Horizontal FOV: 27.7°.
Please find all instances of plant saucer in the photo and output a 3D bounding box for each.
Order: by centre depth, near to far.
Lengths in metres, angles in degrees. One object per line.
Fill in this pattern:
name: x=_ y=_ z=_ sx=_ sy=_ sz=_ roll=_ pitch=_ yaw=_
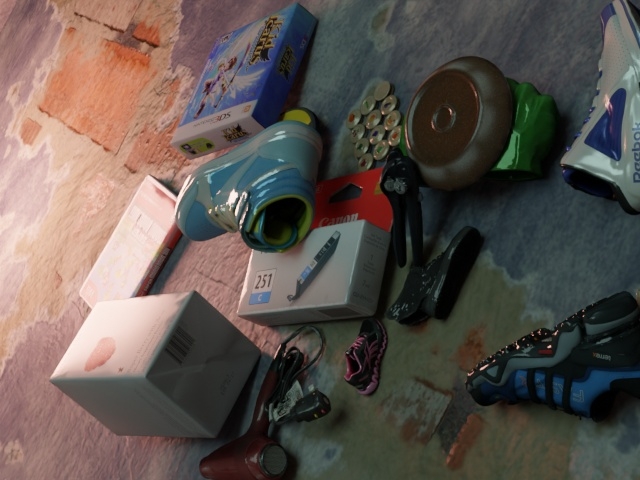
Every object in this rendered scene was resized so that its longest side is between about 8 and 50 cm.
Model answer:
plant saucer: x=0.185 y=-0.171 z=1.846 sx=0.198 sy=0.036 sz=0.199 roll=-14 pitch=70 yaw=44

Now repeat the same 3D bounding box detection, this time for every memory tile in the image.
memory tile: x=0.091 y=-0.187 z=2.143 sx=0.113 sy=0.012 sz=0.148 roll=-40 pitch=42 yaw=27

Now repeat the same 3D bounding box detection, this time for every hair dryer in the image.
hair dryer: x=-0.082 y=0.288 z=2.021 sx=0.293 sy=0.080 sz=0.224 roll=-44 pitch=23 yaw=17

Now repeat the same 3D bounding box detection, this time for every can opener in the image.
can opener: x=0.127 y=-0.042 z=1.900 sx=0.059 sy=0.186 sz=0.073 roll=1 pitch=25 yaw=28

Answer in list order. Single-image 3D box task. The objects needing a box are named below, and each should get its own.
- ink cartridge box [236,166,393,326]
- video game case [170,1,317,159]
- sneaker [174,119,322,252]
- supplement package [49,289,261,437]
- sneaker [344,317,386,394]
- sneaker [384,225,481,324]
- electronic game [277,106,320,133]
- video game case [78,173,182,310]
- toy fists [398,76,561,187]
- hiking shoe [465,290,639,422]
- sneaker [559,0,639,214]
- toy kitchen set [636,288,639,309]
ink cartridge box: x=0.000 y=0.000 z=2.075 sx=0.296 sy=0.066 sz=0.261 roll=-10 pitch=60 yaw=51
video game case: x=-0.144 y=-0.295 z=2.418 sx=0.244 sy=0.061 sz=0.270 roll=-12 pitch=49 yaw=46
sneaker: x=-0.129 y=-0.042 z=2.105 sx=0.319 sy=0.127 sz=0.208 roll=-35 pitch=39 yaw=34
supplement package: x=-0.279 y=0.210 z=2.167 sx=0.293 sy=0.175 sz=0.178 roll=-9 pitch=45 yaw=47
sneaker: x=0.061 y=0.165 z=1.918 sx=0.047 sy=0.057 sz=0.119 roll=-20 pitch=52 yaw=44
sneaker: x=0.162 y=0.050 z=1.873 sx=0.089 sy=0.051 sz=0.170 roll=23 pitch=89 yaw=49
electronic game: x=-0.083 y=-0.134 z=2.267 sx=0.229 sy=0.048 sz=0.229 roll=-36 pitch=35 yaw=30
video game case: x=-0.364 y=0.025 z=2.545 sx=0.285 sy=0.025 sz=0.204 roll=-60 pitch=37 yaw=4
toy fists: x=0.228 y=-0.156 z=1.892 sx=0.279 sy=0.096 sz=0.142 roll=-2 pitch=79 yaw=48
hiking shoe: x=0.290 y=0.173 z=1.590 sx=0.304 sy=0.113 sz=0.132 roll=-35 pitch=81 yaw=55
sneaker: x=0.384 y=-0.157 z=1.675 sx=0.182 sy=0.127 sz=0.316 roll=-34 pitch=46 yaw=30
toy kitchen set: x=0.422 y=0.074 z=1.530 sx=0.075 sy=0.068 sz=0.083 roll=-14 pitch=58 yaw=45
